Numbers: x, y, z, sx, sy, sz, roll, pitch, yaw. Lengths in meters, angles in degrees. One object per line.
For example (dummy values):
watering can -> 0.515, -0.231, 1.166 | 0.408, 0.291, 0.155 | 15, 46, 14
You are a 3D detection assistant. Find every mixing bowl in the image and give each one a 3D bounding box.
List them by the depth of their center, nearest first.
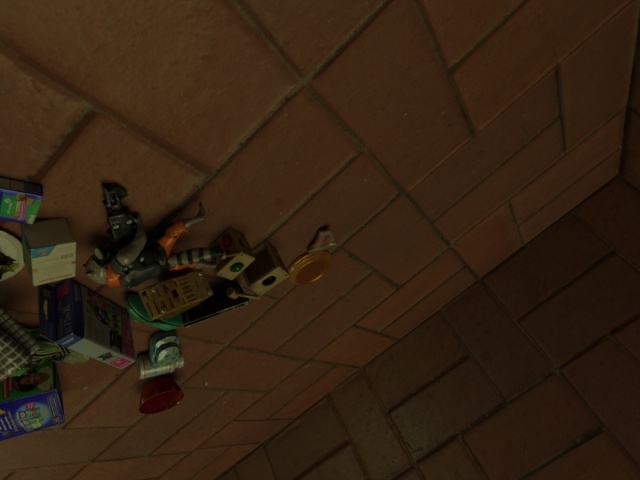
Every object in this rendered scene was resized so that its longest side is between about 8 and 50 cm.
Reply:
mixing bowl -> -0.677, 0.640, 1.703 | 0.181, 0.098, 0.182 | -20, 143, -16

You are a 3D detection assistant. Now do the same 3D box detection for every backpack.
backpack -> -0.569, 0.396, 1.485 | 0.104, 0.084, 0.115 | -8, 114, -39

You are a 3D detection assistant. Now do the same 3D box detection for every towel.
towel -> -0.859, 0.266, 0.936 | 0.283, 0.121, 0.235 | -34, 113, -1

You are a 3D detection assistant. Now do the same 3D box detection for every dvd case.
dvd case -> -0.366, 0.221, 1.389 | 0.221, 0.164, 0.018 | -18, 110, -19

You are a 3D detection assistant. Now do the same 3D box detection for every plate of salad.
plate of salad -> -0.797, 0.046, 0.930 | 0.199, 0.048, 0.200 | -21, 144, -16

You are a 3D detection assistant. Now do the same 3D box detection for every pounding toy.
pounding toy -> -0.274, 0.042, 1.242 | 0.130, 0.141, 0.100 | -41, 144, 13
pounding toy -> -0.214, 0.137, 1.369 | 0.206, 0.181, 0.094 | -35, 146, 4

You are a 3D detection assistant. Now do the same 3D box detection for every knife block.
knife block -> -0.455, 0.186, 1.234 | 0.242, 0.088, 0.275 | -33, 173, 36

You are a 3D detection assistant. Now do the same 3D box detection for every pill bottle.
pill bottle -> -0.615, 0.472, 1.554 | 0.160, 0.087, 0.087 | -3, 136, -36

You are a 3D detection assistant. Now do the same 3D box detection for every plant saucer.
plant saucer -> -0.038, 0.116, 1.606 | 0.199, 0.037, 0.200 | -20, 144, -16

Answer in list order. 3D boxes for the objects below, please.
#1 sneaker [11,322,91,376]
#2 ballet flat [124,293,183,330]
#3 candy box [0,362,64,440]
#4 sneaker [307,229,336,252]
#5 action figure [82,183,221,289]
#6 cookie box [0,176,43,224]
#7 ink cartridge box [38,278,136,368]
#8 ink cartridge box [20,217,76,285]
sneaker -> -0.834, 0.332, 1.167 | 0.134, 0.146, 0.343 | -45, 144, 17
ballet flat -> -0.565, 0.248, 1.332 | 0.087, 0.083, 0.247 | -25, 145, 16
candy box -> -1.017, 0.530, 1.290 | 0.316, 0.122, 0.268 | -7, 140, -32
sneaker -> 0.000, 0.000, 1.492 | 0.050, 0.070, 0.134 | -5, 167, -45
action figure -> -0.446, 0.013, 1.050 | 0.329, 0.179, 0.342 | -21, 142, -20
cookie box -> -0.672, -0.086, 0.870 | 0.107, 0.040, 0.092 | 11, 128, -44
ink cartridge box -> -0.653, 0.233, 1.148 | 0.065, 0.186, 0.311 | -29, 145, 1
ink cartridge box -> -0.654, 0.033, 0.973 | 0.092, 0.090, 0.143 | -15, 144, -44
